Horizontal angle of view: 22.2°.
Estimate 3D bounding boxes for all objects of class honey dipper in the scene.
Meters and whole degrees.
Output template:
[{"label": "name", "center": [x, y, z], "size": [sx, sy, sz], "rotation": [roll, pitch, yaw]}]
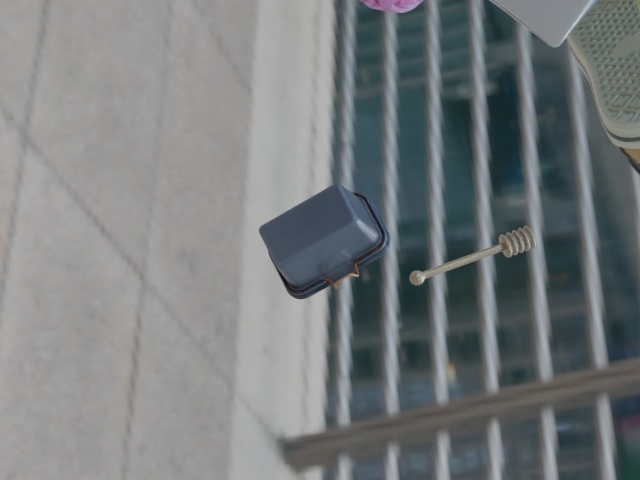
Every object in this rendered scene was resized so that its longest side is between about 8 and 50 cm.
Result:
[{"label": "honey dipper", "center": [0.184, 0.023, 1.978], "size": [0.030, 0.161, 0.030], "rotation": [159, -90, -80]}]

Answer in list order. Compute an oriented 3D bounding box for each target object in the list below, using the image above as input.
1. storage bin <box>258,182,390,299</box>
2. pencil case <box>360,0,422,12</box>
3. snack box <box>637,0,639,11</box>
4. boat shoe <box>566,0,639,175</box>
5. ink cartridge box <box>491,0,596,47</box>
[{"label": "storage bin", "center": [0.000, 0.000, 1.819], "size": [0.098, 0.135, 0.091], "rotation": [63, 8, 22]}, {"label": "pencil case", "center": [-0.020, -0.420, 1.909], "size": [0.167, 0.386, 0.160], "rotation": [-17, 137, -54]}, {"label": "snack box", "center": [0.289, -0.220, 1.259], "size": [0.037, 0.100, 0.141], "rotation": [-49, 123, -60]}, {"label": "boat shoe", "center": [0.433, -0.232, 2.116], "size": [0.156, 0.187, 0.500], "rotation": [53, 23, -28]}, {"label": "ink cartridge box", "center": [0.221, -0.304, 1.054], "size": [0.307, 0.129, 0.223], "rotation": [-48, 173, -35]}]
